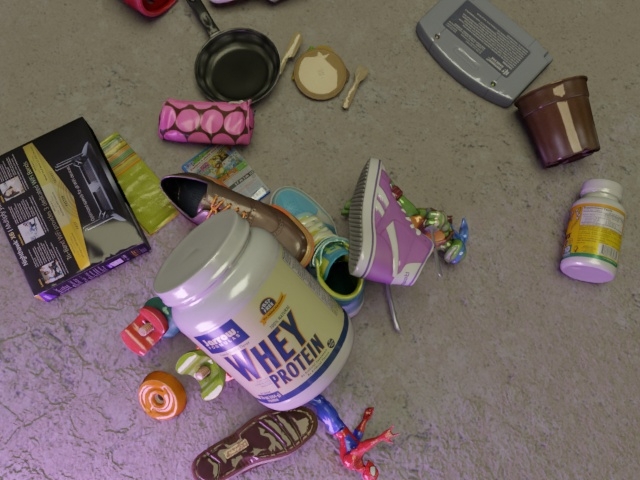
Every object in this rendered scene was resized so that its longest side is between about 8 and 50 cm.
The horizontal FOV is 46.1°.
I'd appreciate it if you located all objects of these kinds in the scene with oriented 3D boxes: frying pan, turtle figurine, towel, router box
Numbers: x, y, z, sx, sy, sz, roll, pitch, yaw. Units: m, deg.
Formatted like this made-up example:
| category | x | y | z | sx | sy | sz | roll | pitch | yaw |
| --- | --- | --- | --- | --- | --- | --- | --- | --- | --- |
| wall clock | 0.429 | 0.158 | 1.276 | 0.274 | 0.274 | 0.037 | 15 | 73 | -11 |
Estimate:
| category | x | y | z | sx | sy | sz | roll | pitch | yaw |
| --- | --- | --- | --- | --- | --- | --- | --- | --- | --- |
| frying pan | -0.238 | -0.422 | 1.712 | 0.326 | 0.053 | 0.197 | 34 | 80 | 13 |
| turtle figurine | 0.164 | -0.011 | 1.557 | 0.266 | 0.198 | 0.275 | 38 | 71 | 9 |
| towel | -0.407 | -0.124 | 1.628 | 0.102 | 0.021 | 0.237 | -41 | 82 | -14 |
| router box | -0.529 | -0.065 | 1.556 | 0.242 | 0.081 | 0.309 | -27 | 80 | -7 |

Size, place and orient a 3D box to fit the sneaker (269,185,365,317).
| category | x | y | z | sx | sy | sz | roll | pitch | yaw |
| --- | --- | --- | --- | --- | --- | --- | --- | --- | --- |
| sneaker | 0.000 | 0.000 | 1.531 | 0.127 | 0.208 | 0.319 | -31 | 79 | -11 |

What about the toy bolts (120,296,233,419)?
| category | x | y | z | sx | sy | sz | roll | pitch | yaw |
| --- | --- | --- | --- | --- | --- | --- | --- | --- | --- |
| toy bolts | -0.283 | 0.218 | 1.510 | 0.218 | 0.158 | 0.228 | -40 | 91 | 26 |

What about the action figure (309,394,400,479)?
| category | x | y | z | sx | sy | sz | roll | pitch | yaw |
| --- | --- | --- | --- | --- | --- | --- | --- | --- | --- |
| action figure | 0.055 | 0.339 | 1.494 | 0.139 | 0.091 | 0.280 | -33 | 79 | 3 |

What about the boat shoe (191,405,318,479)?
| category | x | y | z | sx | sy | sz | roll | pitch | yaw |
| --- | --- | --- | --- | --- | --- | --- | --- | --- | --- |
| boat shoe | -0.125 | 0.395 | 1.466 | 0.257 | 0.095 | 0.095 | -22 | 72 | -3 |

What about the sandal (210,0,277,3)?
| category | x | y | z | sx | sy | sz | roll | pitch | yaw |
| --- | --- | --- | --- | --- | --- | --- | --- | --- | --- |
| sandal | -0.134 | -0.602 | 1.767 | 0.265 | 0.076 | 0.102 | -16 | 60 | 4 |

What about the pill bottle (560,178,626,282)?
| category | x | y | z | sx | sy | sz | roll | pitch | yaw |
| --- | --- | --- | --- | --- | --- | --- | --- | --- | --- |
| pill bottle | 0.598 | -0.023 | 1.639 | 0.117 | 0.117 | 0.209 | 16 | 74 | 0 |

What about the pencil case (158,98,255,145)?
| category | x | y | z | sx | sy | sz | roll | pitch | yaw |
| --- | --- | --- | --- | --- | --- | --- | --- | --- | --- |
| pencil case | -0.248 | -0.261 | 1.634 | 0.209 | 0.095 | 0.098 | 2 | 116 | 2 |

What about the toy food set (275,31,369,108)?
| category | x | y | z | sx | sy | sz | roll | pitch | yaw |
| --- | --- | --- | --- | --- | --- | --- | --- | --- | --- |
| toy food set | 0.001 | -0.385 | 1.736 | 0.192 | 0.038 | 0.132 | 27 | 81 | -3 |

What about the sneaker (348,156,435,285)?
| category | x | y | z | sx | sy | sz | roll | pitch | yaw |
| --- | --- | --- | --- | --- | --- | --- | --- | --- | --- |
| sneaker | 0.140 | -0.031 | 1.452 | 0.161 | 0.102 | 0.282 | 13 | 54 | -12 |

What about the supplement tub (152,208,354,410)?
| category | x | y | z | sx | sy | sz | roll | pitch | yaw |
| --- | --- | --- | --- | --- | --- | --- | --- | --- | --- |
| supplement tub | -0.118 | 0.125 | 1.364 | 0.325 | 0.235 | 0.235 | 47 | 73 | -24 |

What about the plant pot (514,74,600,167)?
| category | x | y | z | sx | sy | sz | roll | pitch | yaw |
| --- | --- | --- | --- | --- | --- | --- | --- | --- | --- |
| plant pot | 0.541 | -0.260 | 1.687 | 0.166 | 0.167 | 0.165 | -16 | 83 | -9 |

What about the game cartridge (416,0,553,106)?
| category | x | y | z | sx | sy | sz | roll | pitch | yaw |
| --- | --- | --- | --- | --- | --- | --- | --- | --- | --- |
| game cartridge | 0.379 | -0.458 | 1.779 | 0.294 | 0.060 | 0.196 | 43 | 71 | 8 |

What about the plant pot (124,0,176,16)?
| category | x | y | z | sx | sy | sz | roll | pitch | yaw |
| --- | --- | --- | --- | --- | --- | --- | --- | --- | --- |
| plant pot | -0.408 | -0.630 | 1.687 | 0.174 | 0.191 | 0.191 | 36 | 74 | 8 |

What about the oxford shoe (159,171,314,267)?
| category | x | y | z | sx | sy | sz | roll | pitch | yaw |
| --- | --- | --- | --- | --- | --- | --- | --- | --- | --- |
| oxford shoe | -0.176 | -0.037 | 1.498 | 0.363 | 0.132 | 0.130 | 25 | 94 | 29 |

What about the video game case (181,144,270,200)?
| category | x | y | z | sx | sy | sz | roll | pitch | yaw |
| --- | --- | --- | --- | --- | --- | --- | --- | --- | --- |
| video game case | -0.208 | -0.134 | 1.652 | 0.119 | 0.015 | 0.166 | -38 | 81 | -13 |
